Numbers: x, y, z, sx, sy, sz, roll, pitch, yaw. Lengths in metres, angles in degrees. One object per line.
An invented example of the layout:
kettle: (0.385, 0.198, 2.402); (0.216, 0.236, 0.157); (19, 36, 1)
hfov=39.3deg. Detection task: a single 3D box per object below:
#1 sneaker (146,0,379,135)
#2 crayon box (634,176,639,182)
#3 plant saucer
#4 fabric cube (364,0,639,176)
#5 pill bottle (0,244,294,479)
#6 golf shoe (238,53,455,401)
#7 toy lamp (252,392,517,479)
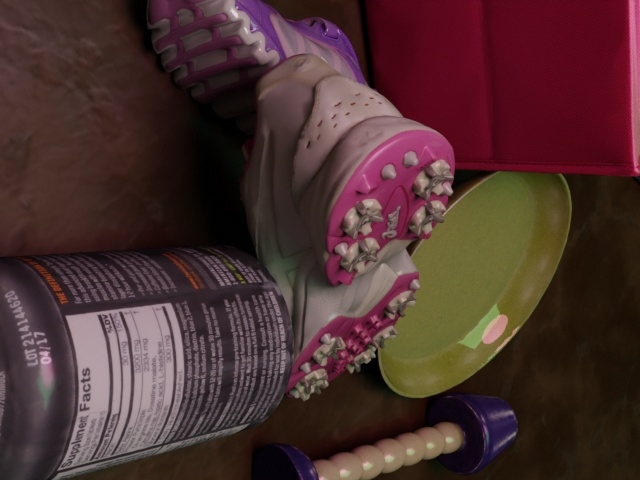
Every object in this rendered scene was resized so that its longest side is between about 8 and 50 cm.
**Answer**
sneaker: (-0.028, -0.130, 0.660); (0.236, 0.095, 0.105); (43, 60, -41)
crayon box: (0.516, -0.088, 1.141); (0.278, 0.081, 0.165); (33, 73, -39)
plant saucer: (0.130, 0.031, 0.799); (0.240, 0.037, 0.241); (-26, 135, -29)
fabric cube: (0.208, -0.204, 0.740); (0.254, 0.259, 0.258); (-16, 106, -40)
pill bottle: (-0.142, 0.071, 0.531); (0.245, 0.130, 0.131); (-2, 97, -48)
golf shoe: (0.000, 0.000, 0.636); (0.115, 0.140, 0.306); (-25, 151, -29)
toy lamp: (0.070, 0.185, 0.786); (0.274, 0.080, 0.080); (-3, 97, -39)
